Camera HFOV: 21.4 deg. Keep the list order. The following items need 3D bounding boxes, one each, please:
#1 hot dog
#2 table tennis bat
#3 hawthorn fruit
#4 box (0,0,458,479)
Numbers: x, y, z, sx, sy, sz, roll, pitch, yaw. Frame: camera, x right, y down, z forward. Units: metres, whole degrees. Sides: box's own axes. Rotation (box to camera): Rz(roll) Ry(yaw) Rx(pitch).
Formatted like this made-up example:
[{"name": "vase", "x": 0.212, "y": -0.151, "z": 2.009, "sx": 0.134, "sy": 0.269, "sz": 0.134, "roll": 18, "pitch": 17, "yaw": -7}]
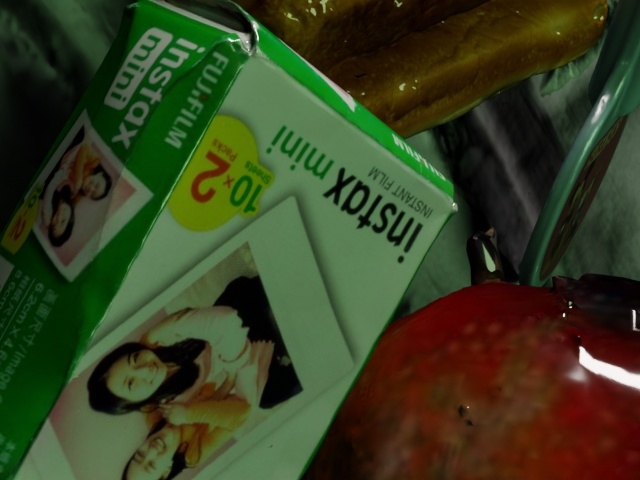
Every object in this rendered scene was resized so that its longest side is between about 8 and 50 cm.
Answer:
[{"name": "hot dog", "x": 0.047, "y": -0.144, "z": 0.950, "sx": 0.349, "sy": 0.117, "sz": 0.158, "roll": -28, "pitch": 138, "yaw": -41}, {"name": "table tennis bat", "x": 0.179, "y": -0.075, "z": 1.086, "sx": 0.153, "sy": 0.040, "sz": 0.244, "roll": -43, "pitch": 156, "yaw": -57}, {"name": "hawthorn fruit", "x": 0.133, "y": 0.162, "z": 0.900, "sx": 0.316, "sy": 0.316, "sz": 0.316, "roll": 2, "pitch": 87, "yaw": -51}, {"name": "box", "x": -0.065, "y": 0.031, "z": 0.763, "sx": 0.180, "sy": 0.103, "sz": 0.250, "roll": 33, "pitch": 86, "yaw": -45}]
